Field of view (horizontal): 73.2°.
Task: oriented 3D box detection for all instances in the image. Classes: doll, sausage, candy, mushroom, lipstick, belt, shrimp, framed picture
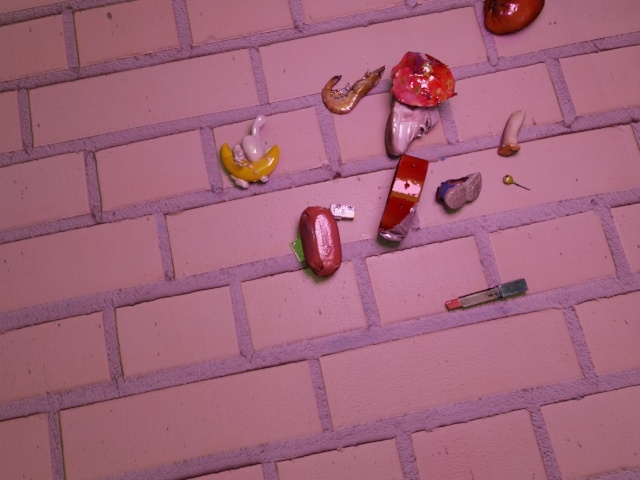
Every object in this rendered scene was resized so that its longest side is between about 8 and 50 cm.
[{"bbox_3d":[-0.275,-0.342,1.727,0.237,0.111,0.252,-26,81,12],"label":"doll"},{"bbox_3d":[0.000,0.000,1.638,0.151,0.152,0.280,-9,81,-1],"label":"sausage"},{"bbox_3d":[0.790,-0.227,1.733,0.122,0.035,0.035,26,113,-4],"label":"candy"},{"bbox_3d":[0.781,-0.442,1.747,0.071,0.084,0.209,23,77,-16],"label":"mushroom"},{"bbox_3d":[0.628,0.210,1.645,0.312,0.051,0.051,-16,81,0],"label":"lipstick"},{"bbox_3d":[0.310,-0.157,1.627,0.115,0.227,0.324,17,93,7],"label":"belt"},{"bbox_3d":[0.133,-0.658,1.806,0.296,0.058,0.169,-43,80,-3],"label":"shrimp"},{"bbox_3d":[-0.076,0.033,1.705,0.066,0.007,0.089,-29,80,-4],"label":"framed picture"}]

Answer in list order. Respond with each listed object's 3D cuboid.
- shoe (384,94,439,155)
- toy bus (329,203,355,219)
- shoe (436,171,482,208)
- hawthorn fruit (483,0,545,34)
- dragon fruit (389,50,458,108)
[{"bbox_3d":[0.372,-0.497,1.711,0.198,0.172,0.351,11,80,3],"label":"shoe"},{"bbox_3d":[0.085,-0.111,1.708,0.102,0.052,0.058,5,79,0],"label":"toy bus"},{"bbox_3d":[0.540,-0.202,1.708,0.227,0.125,0.100,-30,117,-28],"label":"shoe"},{"bbox_3d":[0.814,-0.972,1.777,0.260,0.224,0.224,-9,79,-16],"label":"hawthorn fruit"},{"bbox_3d":[0.363,-0.583,1.583,0.274,0.126,0.161,29,73,20],"label":"dragon fruit"}]
